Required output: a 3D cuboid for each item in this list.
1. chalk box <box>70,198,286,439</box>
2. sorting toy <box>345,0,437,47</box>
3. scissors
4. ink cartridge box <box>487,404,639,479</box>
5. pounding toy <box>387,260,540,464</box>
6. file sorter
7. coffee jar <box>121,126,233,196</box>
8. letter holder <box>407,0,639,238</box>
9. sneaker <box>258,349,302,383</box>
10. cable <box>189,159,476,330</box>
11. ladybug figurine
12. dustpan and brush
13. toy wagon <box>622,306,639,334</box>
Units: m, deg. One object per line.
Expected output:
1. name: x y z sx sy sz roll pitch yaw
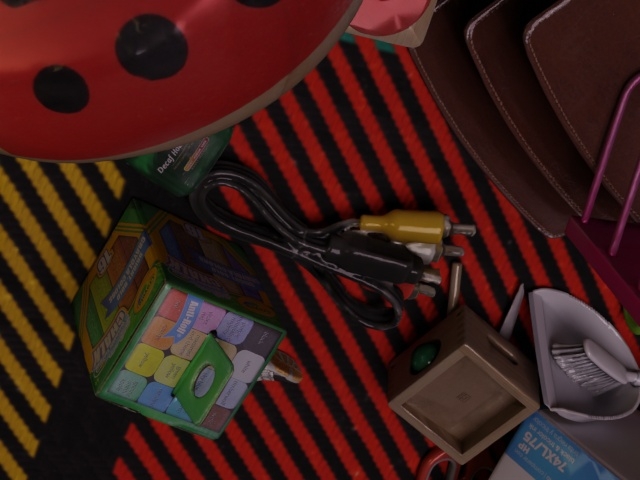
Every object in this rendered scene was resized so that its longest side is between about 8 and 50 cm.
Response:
1. chalk box: -0.129 0.083 1.501 0.132 0.213 0.132 25 107 -27
2. sorting toy: 0.012 -0.300 1.403 0.255 0.089 0.257 11 113 -16
3. scissors: 0.158 0.181 1.754 0.109 0.021 0.297 -5 119 -13
4. ink cartridge box: 0.274 0.331 1.730 0.198 0.197 0.270 3 120 -52
5. pounding toy: 0.141 0.124 1.680 0.141 0.100 0.130 40 116 -19
6. file sorter: 0.370 -0.011 1.390 0.202 0.291 0.182 6 115 -17
7. coffee jar: -0.174 -0.119 1.461 0.184 0.079 0.096 29 105 -27
8. letter holder: 0.244 -0.120 1.549 0.214 0.152 0.302 -36 121 6
9. sneaker: -0.059 0.128 1.658 0.083 0.032 0.037 24 121 -21
10. cable: 0.000 0.000 1.608 0.287 0.072 0.139 19 128 -12
11. ladybug figurine: -0.166 -0.215 1.282 0.449 0.162 0.305 -17 94 15
12. dustpan and brush: 0.306 0.139 1.721 0.060 0.147 0.211 -28 139 31
13. toy wagon: 0.456 0.050 1.750 0.267 0.068 0.344 -3 117 -15
